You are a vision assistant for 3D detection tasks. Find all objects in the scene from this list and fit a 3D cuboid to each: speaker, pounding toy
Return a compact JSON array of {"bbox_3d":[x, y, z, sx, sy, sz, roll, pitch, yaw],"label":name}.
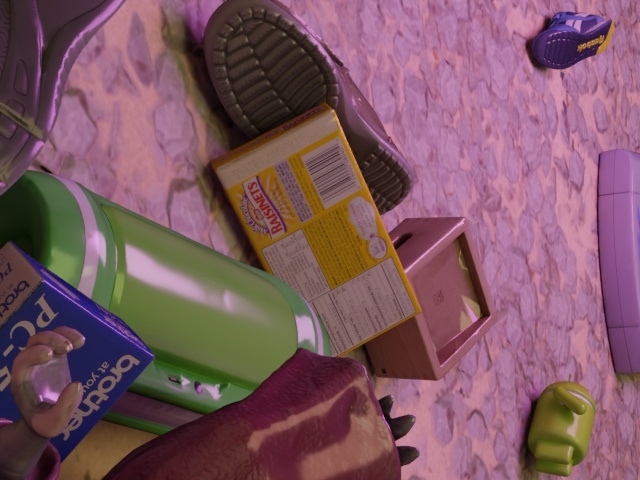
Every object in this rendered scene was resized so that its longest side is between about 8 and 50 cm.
[{"bbox_3d":[-0.113,0.052,0.878,0.296,0.131,0.131,29,61,-53],"label":"speaker"},{"bbox_3d":[0.093,0.053,1.257,0.141,0.100,0.130,-39,118,-42],"label":"pounding toy"}]

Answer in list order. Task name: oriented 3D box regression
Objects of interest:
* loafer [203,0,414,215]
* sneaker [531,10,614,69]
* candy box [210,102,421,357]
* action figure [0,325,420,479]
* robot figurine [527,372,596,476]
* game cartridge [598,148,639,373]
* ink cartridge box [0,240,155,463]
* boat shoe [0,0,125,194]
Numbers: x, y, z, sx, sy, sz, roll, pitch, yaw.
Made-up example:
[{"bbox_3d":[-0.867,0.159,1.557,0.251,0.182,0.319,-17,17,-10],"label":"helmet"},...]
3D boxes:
[{"bbox_3d":[-0.016,-0.114,1.118,0.251,0.094,0.087,49,11,-41],"label":"loafer"},{"bbox_3d":[0.298,-0.248,1.667,0.144,0.059,0.053,-19,133,-42],"label":"sneaker"},{"bbox_3d":[0.000,0.000,1.102,0.206,0.105,0.027,65,-5,-28],"label":"candy box"},{"bbox_3d":[-0.120,0.168,0.683,0.370,0.276,0.248,-9,87,-45],"label":"action figure"},{"bbox_3d":[0.271,0.207,1.526,0.101,0.067,0.115,78,27,-44],"label":"robot figurine"},{"bbox_3d":[0.434,0.029,1.835,0.198,0.062,0.297,4,82,-62],"label":"game cartridge"},{"bbox_3d":[-0.191,0.108,0.708,0.207,0.046,0.097,-49,137,-2],"label":"ink cartridge box"},{"bbox_3d":[-0.210,-0.101,0.775,0.118,0.103,0.320,46,47,-24],"label":"boat shoe"}]
